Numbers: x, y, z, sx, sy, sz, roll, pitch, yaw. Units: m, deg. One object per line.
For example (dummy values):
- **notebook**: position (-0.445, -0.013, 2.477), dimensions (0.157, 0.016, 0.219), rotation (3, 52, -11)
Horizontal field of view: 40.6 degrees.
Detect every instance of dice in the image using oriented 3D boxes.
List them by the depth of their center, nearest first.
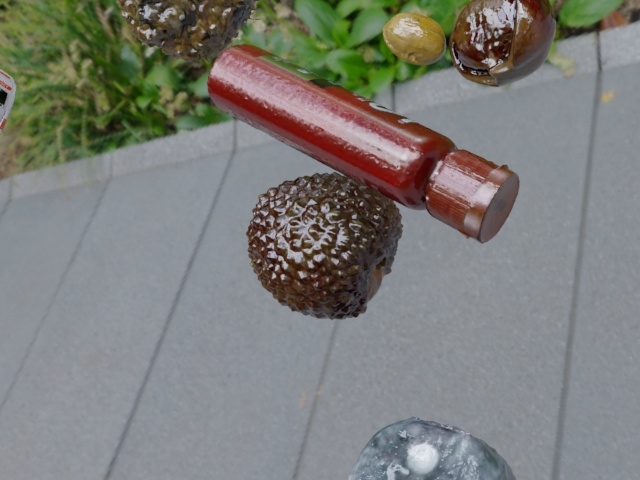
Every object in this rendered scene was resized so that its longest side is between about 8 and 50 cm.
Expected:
- **dice**: position (0.138, 0.349, 1.095), dimensions (0.181, 0.182, 0.183), rotation (9, 53, 34)

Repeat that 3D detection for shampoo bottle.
- **shampoo bottle**: position (0.036, -0.098, 0.827), dimensions (0.314, 0.118, 0.076), rotation (30, 97, 27)

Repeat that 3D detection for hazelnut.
- **hazelnut**: position (0.306, -0.352, 1.452), dimensions (0.160, 0.202, 0.170), rotation (-22, 74, -10)

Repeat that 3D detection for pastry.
- **pastry**: position (-0.221, -0.437, 1.436), dimensions (0.275, 0.275, 0.193), rotation (-40, 25, 3)

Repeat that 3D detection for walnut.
- **walnut**: position (0.171, -0.358, 1.509), dimensions (0.052, 0.121, 0.091), rotation (135, 148, -67)

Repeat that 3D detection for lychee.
- **lychee**: position (0.000, 0.000, 1.032), dimensions (0.188, 0.188, 0.188), rotation (-22, 44, 23)

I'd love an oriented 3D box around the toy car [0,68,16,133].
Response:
- **toy car**: position (-0.506, -0.174, 1.220), dimensions (0.209, 0.089, 0.108), rotation (-14, 54, 51)
